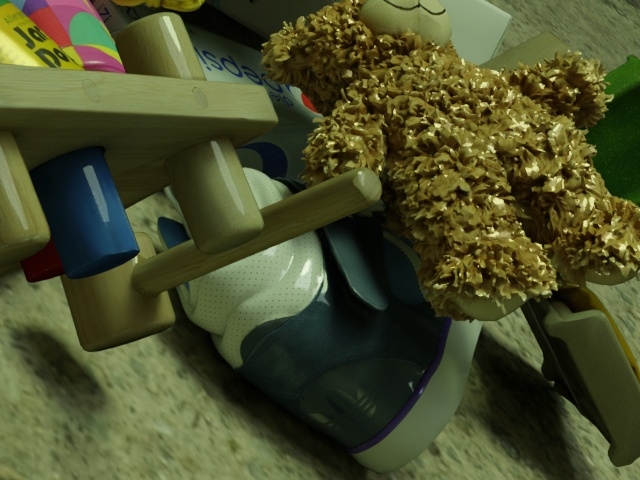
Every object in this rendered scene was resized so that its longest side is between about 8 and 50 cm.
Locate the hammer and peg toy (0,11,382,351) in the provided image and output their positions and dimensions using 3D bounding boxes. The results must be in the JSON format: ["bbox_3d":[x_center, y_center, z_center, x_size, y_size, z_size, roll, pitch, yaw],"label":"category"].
[{"bbox_3d":[-0.150,-0.022,1.009,0.361,0.266,0.127,-4,70,-61],"label":"hammer and peg toy"}]

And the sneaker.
[{"bbox_3d":[0.000,0.000,1.411,0.236,0.130,0.323,43,26,-14],"label":"sneaker"}]

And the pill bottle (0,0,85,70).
[{"bbox_3d":[-0.219,-0.095,1.220,0.208,0.117,0.117,42,21,-2],"label":"pill bottle"}]

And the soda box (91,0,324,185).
[{"bbox_3d":[-0.072,-0.090,1.510,0.286,0.091,0.098,16,32,-51],"label":"soda box"}]

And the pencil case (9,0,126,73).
[{"bbox_3d":[-0.201,-0.148,1.374,0.104,0.104,0.236,18,32,-48],"label":"pencil case"}]

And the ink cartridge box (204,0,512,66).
[{"bbox_3d":[-0.002,-0.221,1.735,0.201,0.117,0.278,20,11,-46],"label":"ink cartridge box"}]

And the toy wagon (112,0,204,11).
[{"bbox_3d":[-0.058,-0.245,1.493,0.267,0.068,0.344,7,22,17],"label":"toy wagon"}]

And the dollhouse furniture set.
[{"bbox_3d":[0.217,0.000,1.578,0.301,0.151,0.197,62,-2,-24],"label":"dollhouse furniture set"}]

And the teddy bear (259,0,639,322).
[{"bbox_3d":[0.093,-0.072,1.344,0.245,0.113,0.338,-7,42,-6],"label":"teddy bear"}]
